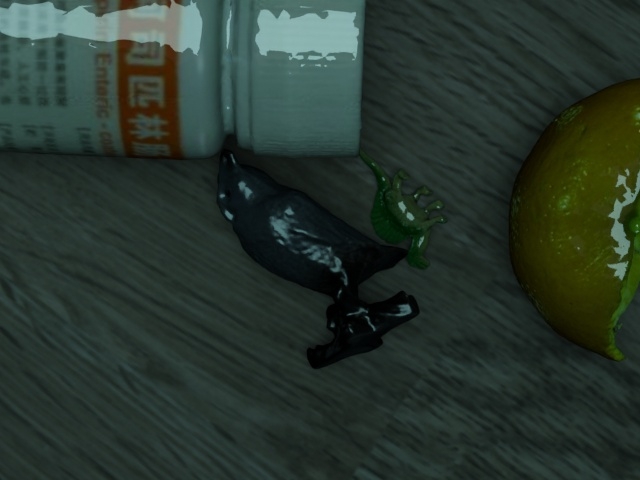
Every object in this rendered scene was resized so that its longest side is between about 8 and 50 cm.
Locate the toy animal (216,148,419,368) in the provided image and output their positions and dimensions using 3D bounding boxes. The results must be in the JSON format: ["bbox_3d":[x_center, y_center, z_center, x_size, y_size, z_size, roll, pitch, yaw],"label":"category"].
[{"bbox_3d":[0.000,-0.004,1.578,0.117,0.121,0.210,-32,84,-17],"label":"toy animal"}]

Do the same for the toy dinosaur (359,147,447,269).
[{"bbox_3d":[0.064,-0.031,1.608,0.119,0.029,0.060,47,109,2],"label":"toy dinosaur"}]

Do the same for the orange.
[{"bbox_3d":[0.242,-0.033,1.525,0.158,0.179,0.237,33,97,1],"label":"orange"}]

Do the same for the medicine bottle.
[{"bbox_3d":[-0.148,-0.169,1.515,0.371,0.211,0.211,3,91,2],"label":"medicine bottle"}]
